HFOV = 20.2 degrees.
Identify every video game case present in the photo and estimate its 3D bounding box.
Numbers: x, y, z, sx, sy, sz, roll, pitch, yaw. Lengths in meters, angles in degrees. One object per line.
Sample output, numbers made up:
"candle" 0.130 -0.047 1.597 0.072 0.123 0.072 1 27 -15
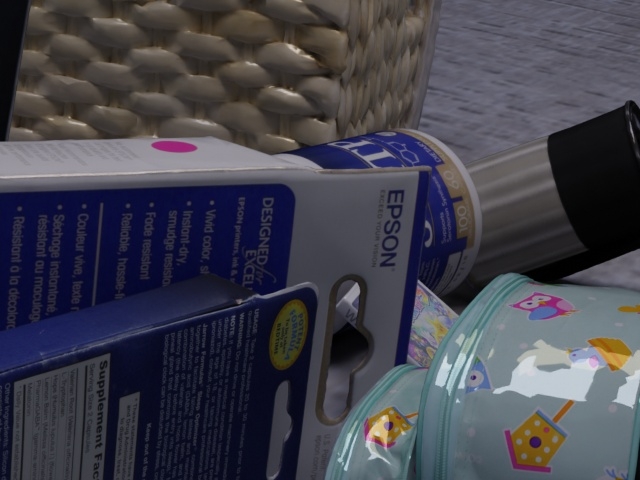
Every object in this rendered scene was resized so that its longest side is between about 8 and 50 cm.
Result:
"video game case" 0.067 0.061 0.960 0.122 0.011 0.087 41 24 2

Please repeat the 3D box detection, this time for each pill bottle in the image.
"pill bottle" 0.000 0.000 1.053 0.112 0.112 0.186 20 23 35

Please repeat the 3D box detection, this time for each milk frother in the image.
"milk frother" 0.157 0.008 1.123 0.134 0.129 0.143 -20 40 20

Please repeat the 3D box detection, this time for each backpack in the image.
"backpack" 0.078 0.105 0.654 0.144 0.188 0.166 14 21 19

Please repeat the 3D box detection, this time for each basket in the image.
"basket" -0.090 -0.221 1.344 0.331 0.328 0.266 12 21 14

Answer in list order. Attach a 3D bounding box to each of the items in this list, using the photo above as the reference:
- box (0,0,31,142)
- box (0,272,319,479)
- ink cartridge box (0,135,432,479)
"box" -0.383 -0.072 0.931 0.293 0.212 0.395 20 22 17
"box" -0.090 0.094 0.707 0.036 0.136 0.225 21 23 37
"ink cartridge box" -0.135 0.048 0.763 0.371 0.176 0.069 -2 20 -25
